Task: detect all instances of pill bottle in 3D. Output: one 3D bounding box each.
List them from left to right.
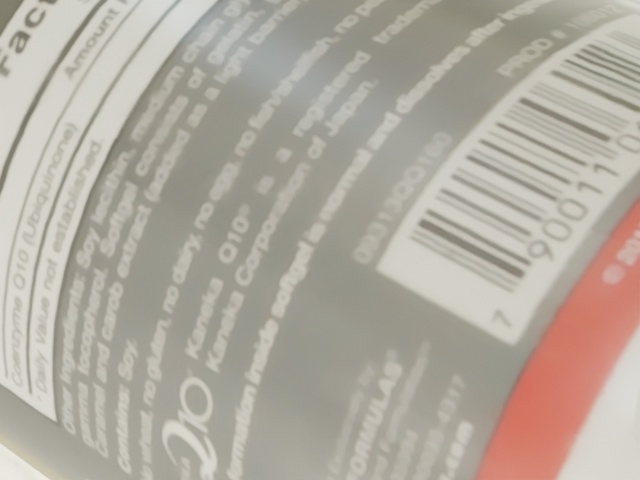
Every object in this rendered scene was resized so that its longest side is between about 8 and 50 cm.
[{"bbox_3d":[0.000,0.000,0.589,0.210,0.363,0.210,-29,-47,-36],"label":"pill bottle"}]
